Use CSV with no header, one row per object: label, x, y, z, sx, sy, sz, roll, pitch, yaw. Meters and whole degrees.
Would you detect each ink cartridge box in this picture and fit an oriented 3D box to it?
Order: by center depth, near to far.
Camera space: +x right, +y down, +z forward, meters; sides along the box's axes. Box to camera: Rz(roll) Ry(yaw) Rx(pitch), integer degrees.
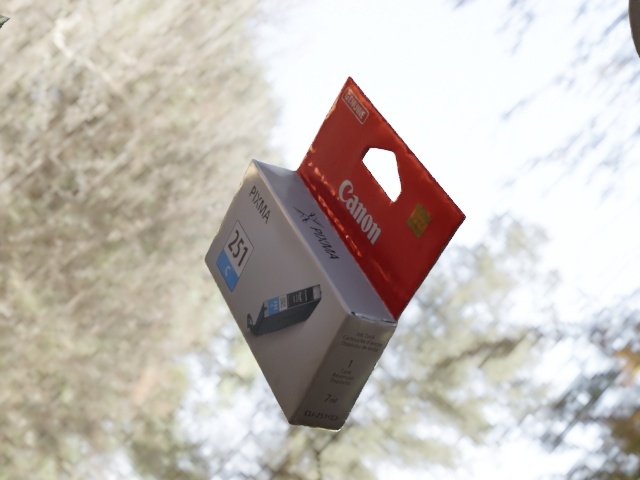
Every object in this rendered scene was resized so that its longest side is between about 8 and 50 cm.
ink cartridge box,0.000,0.000,1.442,0.066,0.261,0.296,14,26,-32

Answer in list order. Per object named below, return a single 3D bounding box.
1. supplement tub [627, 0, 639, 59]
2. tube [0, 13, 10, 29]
supplement tub,0.348,-0.202,1.035,0.191,0.272,0.191,15,-59,26
tube,-0.421,-0.157,1.466,0.070,0.240,0.062,42,-13,19
